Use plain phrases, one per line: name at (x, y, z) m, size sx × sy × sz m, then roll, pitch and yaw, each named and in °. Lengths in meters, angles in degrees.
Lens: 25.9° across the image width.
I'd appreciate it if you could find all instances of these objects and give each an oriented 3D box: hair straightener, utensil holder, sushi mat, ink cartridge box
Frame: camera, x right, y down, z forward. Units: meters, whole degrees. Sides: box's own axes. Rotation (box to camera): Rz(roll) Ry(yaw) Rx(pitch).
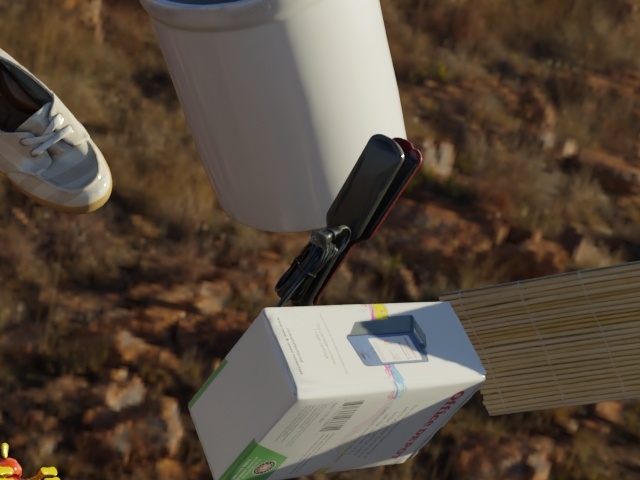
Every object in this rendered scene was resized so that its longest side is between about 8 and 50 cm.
hair straightener at (0.000, 0.000, 1.256) m, size 0.047 × 0.230 × 0.089 m, roll 44°, pitch 15°, yaw 22°
utensil holder at (-0.057, -0.252, 1.990) m, size 0.328 × 0.385 × 0.327 m, roll -10°, pitch 38°, yaw 7°
sushi mat at (0.273, 0.094, 1.350) m, size 0.317 × 0.151 × 0.019 m, roll -12°, pitch 26°, yaw 34°
ink cartridge box at (0.015, 0.134, 1.223) m, size 0.212 × 0.154 × 0.093 m, roll 1°, pitch 52°, yaw -35°

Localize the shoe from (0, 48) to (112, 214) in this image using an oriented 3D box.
shoe at (-0.263, -0.106, 1.189) m, size 0.076 × 0.058 × 0.219 m, roll -43°, pitch 74°, yaw -14°

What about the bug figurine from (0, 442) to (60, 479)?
bug figurine at (-0.410, 0.319, 1.550) m, size 0.279 × 0.072 × 0.216 m, roll 15°, pitch 44°, yaw -47°
